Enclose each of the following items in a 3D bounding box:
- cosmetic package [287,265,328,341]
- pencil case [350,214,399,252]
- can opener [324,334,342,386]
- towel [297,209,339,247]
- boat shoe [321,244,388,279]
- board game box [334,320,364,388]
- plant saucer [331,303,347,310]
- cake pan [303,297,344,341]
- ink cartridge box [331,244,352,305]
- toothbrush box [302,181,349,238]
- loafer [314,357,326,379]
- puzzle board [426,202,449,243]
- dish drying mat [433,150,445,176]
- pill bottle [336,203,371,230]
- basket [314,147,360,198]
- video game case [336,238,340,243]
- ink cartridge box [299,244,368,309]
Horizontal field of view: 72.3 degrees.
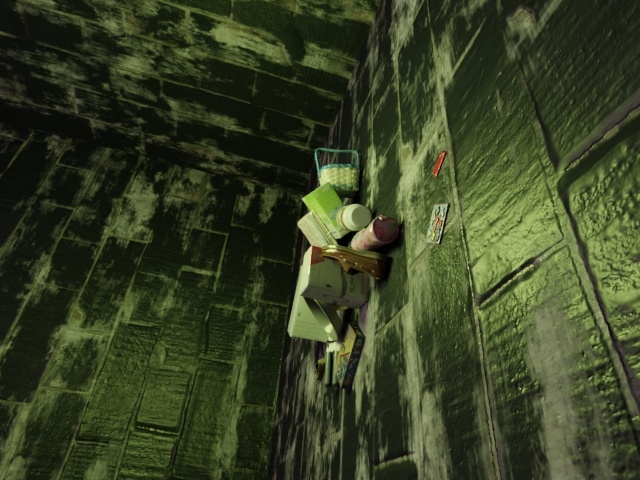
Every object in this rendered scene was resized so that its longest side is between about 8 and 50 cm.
[{"bbox_3d":[-0.035,0.342,2.408,0.156,0.218,0.384,180,101,-79],"label":"cosmetic package"},{"bbox_3d":[0.217,-0.015,1.794,0.284,0.124,0.124,135,146,-72],"label":"pencil case"},{"bbox_3d":[0.067,0.554,2.067,0.093,0.074,0.280,64,-156,-46],"label":"can opener"},{"bbox_3d":[0.000,0.000,2.484,0.053,0.331,0.317,-34,0,-16],"label":"towel"},{"bbox_3d":[0.124,0.088,1.788,0.308,0.111,0.104,8,82,38],"label":"boat shoe"},{"bbox_3d":[0.122,0.490,1.890,0.165,0.042,0.243,-124,48,-75],"label":"board game box"},{"bbox_3d":[0.087,0.242,2.049,0.029,0.169,0.168,-44,-32,-82],"label":"plant saucer"},{"bbox_3d":[0.014,0.332,2.033,0.293,0.054,0.293,51,164,21],"label":"cake pan"},{"bbox_3d":[0.101,0.175,2.164,0.198,0.115,0.272,-129,53,-78],"label":"ink cartridge box"},{"bbox_3d":[0.046,-0.154,2.360,0.122,0.283,0.206,-37,8,-15],"label":"toothbrush box"},{"bbox_3d":[-0.007,0.673,2.303,0.056,0.050,0.147,-98,24,-62],"label":"loafer"},{"bbox_3d":[0.365,-0.053,1.382,0.096,0.011,0.128,-169,92,-79],"label":"puzzle board"},{"bbox_3d":[0.397,-0.257,1.466,0.032,0.008,0.083,-103,28,-64],"label":"dish drying mat"},{"bbox_3d":[0.166,-0.111,2.132,0.229,0.131,0.131,-178,101,-79],"label":"pill bottle"},{"bbox_3d":[0.098,-0.386,2.477,0.201,0.255,0.288,130,140,-71],"label":"basket"},{"bbox_3d":[0.119,-0.076,2.632,0.166,0.015,0.119,-90,16,-49],"label":"video game case"},{"bbox_3d":[0.065,0.162,1.928,0.117,0.283,0.207,127,154,-53],"label":"ink cartridge box"}]
